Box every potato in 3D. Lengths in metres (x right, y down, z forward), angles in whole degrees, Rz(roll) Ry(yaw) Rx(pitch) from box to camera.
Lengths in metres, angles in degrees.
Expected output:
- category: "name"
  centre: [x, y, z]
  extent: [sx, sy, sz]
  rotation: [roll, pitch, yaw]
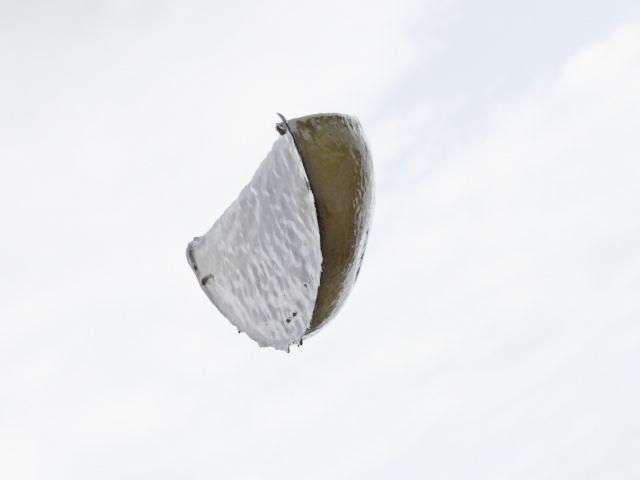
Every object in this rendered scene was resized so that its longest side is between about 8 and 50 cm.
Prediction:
- category: "potato"
  centre: [0.003, -0.001, 1.182]
  extent: [0.100, 0.120, 0.261]
  rotation: [-22, -9, -23]
